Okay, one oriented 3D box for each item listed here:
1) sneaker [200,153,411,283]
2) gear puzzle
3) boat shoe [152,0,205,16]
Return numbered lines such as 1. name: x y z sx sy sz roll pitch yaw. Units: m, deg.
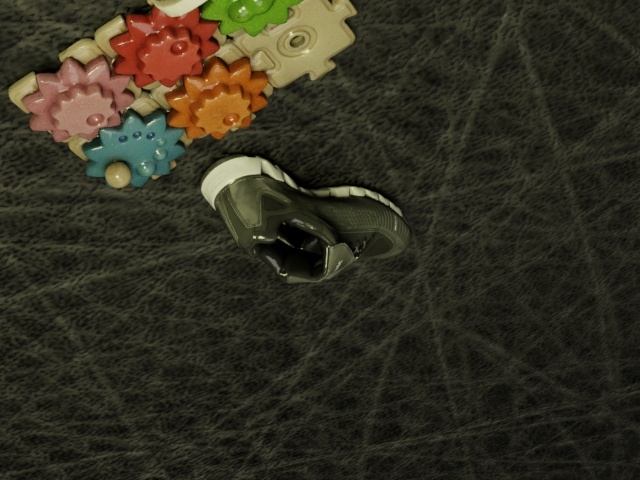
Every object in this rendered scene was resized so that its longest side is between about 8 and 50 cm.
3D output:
1. sneaker: 0.000 0.000 1.277 0.234 0.106 0.078 16 130 -43
2. gear puzzle: -0.056 -0.147 1.105 0.339 0.044 0.175 -31 144 10
3. boat shoe: -0.044 -0.282 0.879 0.097 0.116 0.324 16 125 -37
